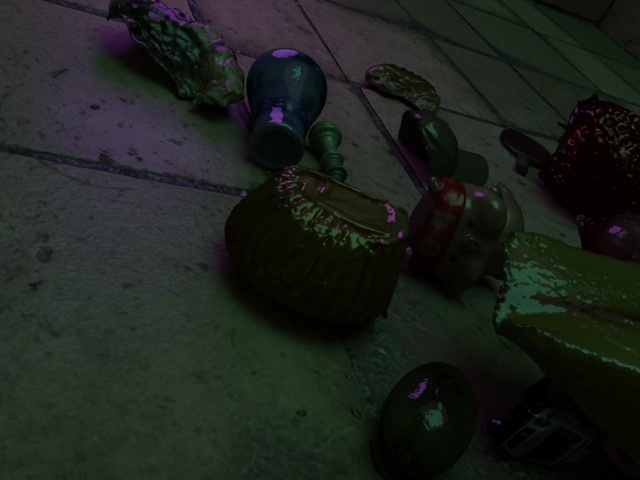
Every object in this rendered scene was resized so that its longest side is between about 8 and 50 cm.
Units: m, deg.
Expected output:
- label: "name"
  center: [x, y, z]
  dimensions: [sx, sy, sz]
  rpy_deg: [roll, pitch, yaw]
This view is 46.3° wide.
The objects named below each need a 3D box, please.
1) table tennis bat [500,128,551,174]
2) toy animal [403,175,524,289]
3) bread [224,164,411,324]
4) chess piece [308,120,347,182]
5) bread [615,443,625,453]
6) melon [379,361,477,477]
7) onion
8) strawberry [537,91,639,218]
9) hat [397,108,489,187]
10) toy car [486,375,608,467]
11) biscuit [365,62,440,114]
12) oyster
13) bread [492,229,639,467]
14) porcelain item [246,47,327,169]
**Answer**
- label: "table tennis bat"
  center: [0.476, -0.203, 1.746]
  dimensions: [0.138, 0.022, 0.246]
  rpy_deg: [31, 29, 4]
- label: "toy animal"
  center: [0.218, -0.017, 1.135]
  dimensions: [0.197, 0.171, 0.171]
  rpy_deg: [2, 40, -41]
- label: "bread"
  center: [-0.004, 0.002, 0.945]
  dimensions: [0.240, 0.139, 0.240]
  rpy_deg: [19, 31, -11]
- label: "chess piece"
  center: [0.018, -0.133, 1.247]
  dimensions: [0.059, 0.059, 0.149]
  rpy_deg: [13, 42, -25]
- label: "bread"
  center: [0.503, 0.298, 1.009]
  dimensions: [0.226, 0.049, 0.088]
  rpy_deg: [31, 31, 1]
- label: "melon"
  center: [0.120, 0.189, 0.814]
  dimensions: [0.099, 0.099, 0.162]
  rpy_deg: [35, 31, 10]
- label: "onion"
  center: [0.545, 0.012, 1.362]
  dimensions: [0.159, 0.159, 0.195]
  rpy_deg: [-8, 36, -45]
- label: "strawberry"
  center: [0.609, -0.164, 1.595]
  dimensions: [0.257, 0.261, 0.261]
  rpy_deg: [27, 30, 10]
- label: "hat"
  center: [0.255, -0.187, 1.450]
  dimensions: [0.173, 0.144, 0.166]
  rpy_deg: [-12, 48, -17]
- label: "toy car"
  center: [0.294, 0.221, 0.917]
  dimensions: [0.209, 0.089, 0.108]
  rpy_deg: [-12, 59, -52]
- label: "biscuit"
  center: [0.189, -0.354, 1.692]
  dimensions: [0.183, 0.061, 0.118]
  rpy_deg: [24, 30, -7]
- label: "oyster"
  center: [-0.241, -0.341, 1.286]
  dimensions: [0.271, 0.100, 0.275]
  rpy_deg: [25, 30, -13]
- label: "bread"
  center: [0.399, 0.104, 0.869]
  dimensions: [0.361, 0.245, 0.233]
  rpy_deg: [40, 33, -18]
- label: "porcelain item"
  center: [-0.062, -0.226, 1.244]
  dimensions: [0.141, 0.141, 0.259]
  rpy_deg: [21, 41, -12]
